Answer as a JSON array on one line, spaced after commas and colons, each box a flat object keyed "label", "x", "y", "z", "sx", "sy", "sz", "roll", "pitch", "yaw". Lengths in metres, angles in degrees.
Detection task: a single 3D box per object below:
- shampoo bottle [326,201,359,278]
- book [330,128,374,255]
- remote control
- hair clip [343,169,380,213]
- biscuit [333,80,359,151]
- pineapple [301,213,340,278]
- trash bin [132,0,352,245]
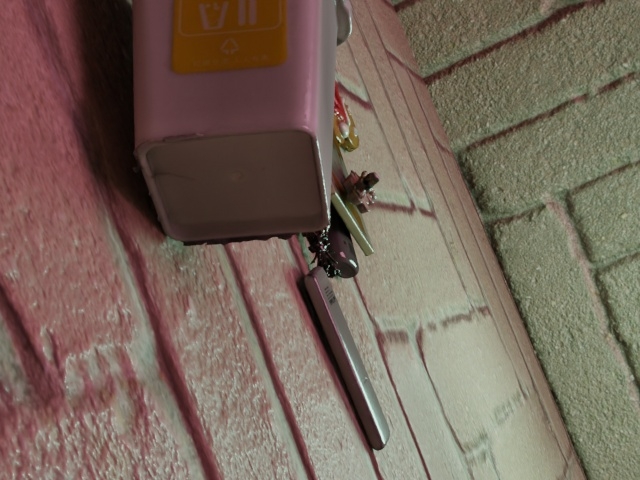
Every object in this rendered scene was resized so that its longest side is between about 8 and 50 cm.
[{"label": "shampoo bottle", "x": 0.019, "y": -0.025, "z": 1.725, "sx": 0.080, "sy": 0.040, "sz": 0.165, "roll": 42, "pitch": 28, "yaw": -56}, {"label": "book", "x": 0.010, "y": -0.141, "z": 1.746, "sx": 0.208, "sy": 0.020, "sz": 0.295, "roll": 55, "pitch": 15, "yaw": -58}, {"label": "remote control", "x": 0.034, "y": 0.161, "z": 1.540, "sx": 0.067, "sy": 0.029, "sz": 0.261, "roll": -39, "pitch": 107, "yaw": -75}, {"label": "hair clip", "x": 0.061, "y": -0.076, "z": 1.689, "sx": 0.062, "sy": 0.056, "sz": 0.214, "roll": 52, "pitch": 1, "yaw": -2}, {"label": "biscuit", "x": 0.001, "y": -0.270, "z": 2.016, "sx": 0.340, "sy": 0.047, "sz": 0.216, "roll": 46, "pitch": 26, "yaw": -52}, {"label": "pineapple", "x": 0.000, "y": 0.000, "z": 1.598, "sx": 0.058, "sy": 0.058, "sz": 0.124, "roll": 30, "pitch": 40, "yaw": -66}, {"label": "trash bin", "x": -0.085, "y": -0.184, "z": 1.217, "sx": 0.296, "sy": 0.256, "sz": 0.367, "roll": 83, "pitch": 3, "yaw": -56}]
